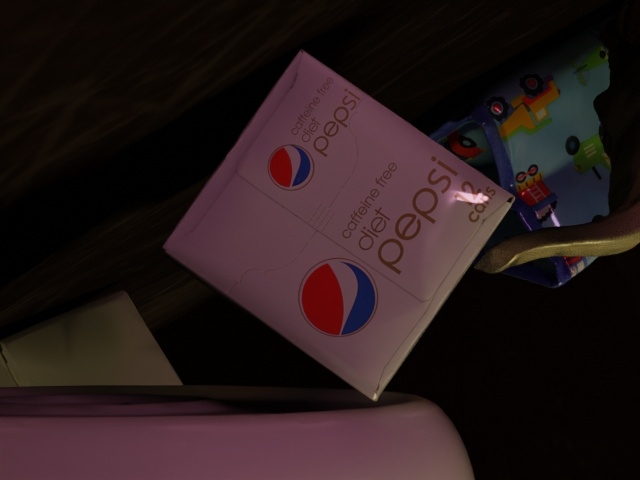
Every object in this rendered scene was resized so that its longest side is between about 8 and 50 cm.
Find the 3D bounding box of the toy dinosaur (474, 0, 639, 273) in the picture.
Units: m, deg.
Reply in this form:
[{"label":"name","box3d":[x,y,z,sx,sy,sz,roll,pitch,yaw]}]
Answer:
[{"label":"toy dinosaur","box3d":[0.135,-0.054,0.562,0.118,0.064,0.268,-27,-170,25]}]

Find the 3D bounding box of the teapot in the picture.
[{"label":"teapot","box3d":[-0.069,0.139,0.496,0.256,0.187,0.253,3,176,-36]}]

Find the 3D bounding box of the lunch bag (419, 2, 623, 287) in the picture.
[{"label":"lunch bag","box3d":[0.149,-0.075,1.230,0.221,0.138,0.293,-31,-168,-22]}]

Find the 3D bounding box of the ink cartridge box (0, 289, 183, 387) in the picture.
[{"label":"ink cartridge box","box3d":[-0.215,0.148,0.905,0.273,0.114,0.198,-31,180,13]}]

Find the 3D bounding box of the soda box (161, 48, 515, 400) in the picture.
[{"label":"soda box","box3d":[0.000,0.000,0.545,0.069,0.074,0.216,-55,-179,-4]}]
